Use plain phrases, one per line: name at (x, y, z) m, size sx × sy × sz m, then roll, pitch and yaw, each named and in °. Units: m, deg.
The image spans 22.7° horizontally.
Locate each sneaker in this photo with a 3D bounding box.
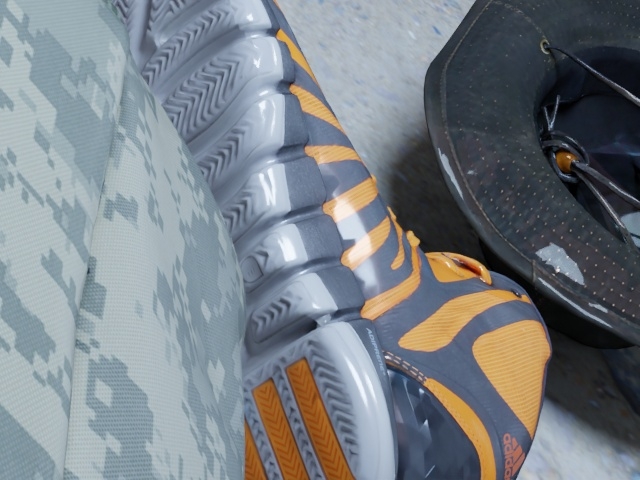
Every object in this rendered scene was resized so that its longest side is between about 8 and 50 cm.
sneaker at (0.000, 0.000, 0.774) m, size 0.180 × 0.125 × 0.321 m, roll 8°, pitch 58°, yaw -50°

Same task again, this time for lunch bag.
lunch bag at (-0.123, 0.070, 0.453) m, size 0.256 × 0.212 × 0.305 m, roll 47°, pitch 24°, yaw -30°

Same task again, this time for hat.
hat at (0.193, -0.023, 0.994) m, size 0.331 × 0.134 × 0.331 m, roll 12°, pitch 49°, yaw -14°
